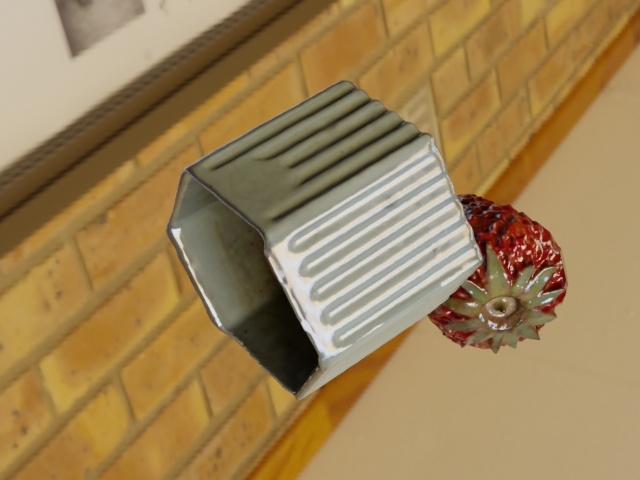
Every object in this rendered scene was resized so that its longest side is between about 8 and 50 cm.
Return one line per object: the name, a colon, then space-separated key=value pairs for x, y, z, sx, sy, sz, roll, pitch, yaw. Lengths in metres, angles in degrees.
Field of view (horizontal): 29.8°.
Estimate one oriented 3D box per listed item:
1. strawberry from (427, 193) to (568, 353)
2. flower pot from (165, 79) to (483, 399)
strawberry: x=0.215 y=0.026 z=1.604 sx=0.205 sy=0.205 sz=0.244 roll=-14 pitch=-146 yaw=-1
flower pot: x=0.000 y=0.000 z=1.070 sx=0.189 sy=0.209 sz=0.239 roll=-33 pitch=-133 yaw=-23
